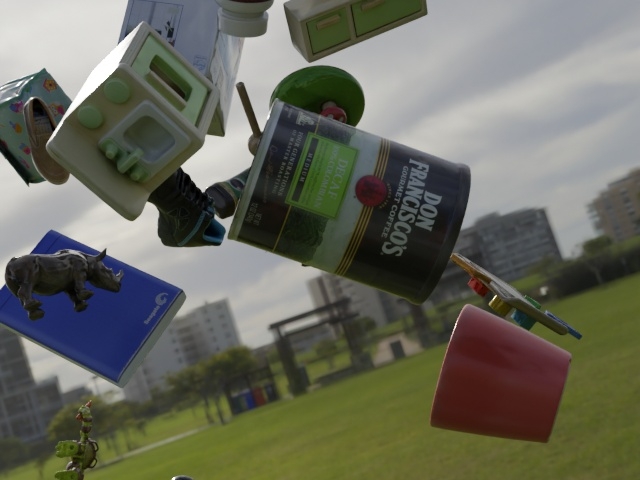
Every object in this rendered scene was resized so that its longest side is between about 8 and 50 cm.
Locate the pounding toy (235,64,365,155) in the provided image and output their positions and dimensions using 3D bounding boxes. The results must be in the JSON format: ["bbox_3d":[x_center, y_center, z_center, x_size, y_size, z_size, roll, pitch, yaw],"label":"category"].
[{"bbox_3d":[-0.026,-0.218,1.804,0.237,0.110,0.183,-10,-42,0],"label":"pounding toy"}]

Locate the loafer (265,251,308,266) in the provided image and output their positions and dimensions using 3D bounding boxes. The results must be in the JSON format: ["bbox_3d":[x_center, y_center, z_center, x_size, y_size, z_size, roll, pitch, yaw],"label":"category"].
[{"bbox_3d":[0.000,0.000,1.761,0.251,0.094,0.087,14,-44,8],"label":"loafer"}]

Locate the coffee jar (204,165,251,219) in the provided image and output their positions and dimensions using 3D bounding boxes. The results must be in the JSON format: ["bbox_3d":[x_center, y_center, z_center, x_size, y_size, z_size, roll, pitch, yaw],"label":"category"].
[{"bbox_3d":[-0.213,-0.125,2.522,0.184,0.096,0.079,-28,-28,-39],"label":"coffee jar"}]

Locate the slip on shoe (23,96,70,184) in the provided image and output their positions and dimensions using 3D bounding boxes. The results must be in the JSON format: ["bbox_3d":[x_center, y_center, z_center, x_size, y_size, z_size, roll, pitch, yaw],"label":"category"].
[{"bbox_3d":[-0.408,-0.150,1.446,0.051,0.135,0.041,-13,-6,-24],"label":"slip on shoe"}]

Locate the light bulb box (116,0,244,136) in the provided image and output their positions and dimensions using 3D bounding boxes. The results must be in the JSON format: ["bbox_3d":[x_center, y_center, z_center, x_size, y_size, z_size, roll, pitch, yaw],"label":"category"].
[{"bbox_3d":[-0.319,-0.489,2.317,0.225,0.361,0.358,9,-15,3],"label":"light bulb box"}]

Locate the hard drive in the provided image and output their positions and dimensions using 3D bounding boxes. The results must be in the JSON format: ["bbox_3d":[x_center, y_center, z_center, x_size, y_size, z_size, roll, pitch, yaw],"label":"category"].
[{"bbox_3d":[-0.440,0.120,1.808,0.210,0.319,0.040,-57,-23,-26],"label":"hard drive"}]

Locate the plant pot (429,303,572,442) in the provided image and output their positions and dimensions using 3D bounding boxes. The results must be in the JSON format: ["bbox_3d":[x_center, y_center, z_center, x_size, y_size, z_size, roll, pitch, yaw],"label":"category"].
[{"bbox_3d":[0.383,0.294,2.029,0.243,0.274,0.275,16,3,15],"label":"plant pot"}]

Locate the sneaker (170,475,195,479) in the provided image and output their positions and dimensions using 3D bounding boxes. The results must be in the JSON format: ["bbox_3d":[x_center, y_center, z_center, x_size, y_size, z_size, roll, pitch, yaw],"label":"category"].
[{"bbox_3d":[-0.324,0.571,1.985,0.106,0.281,0.162,17,16,-16],"label":"sneaker"}]

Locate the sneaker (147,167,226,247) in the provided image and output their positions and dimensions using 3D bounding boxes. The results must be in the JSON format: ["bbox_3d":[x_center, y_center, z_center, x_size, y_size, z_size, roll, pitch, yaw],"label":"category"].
[{"bbox_3d":[-0.291,-0.099,2.044,0.140,0.125,0.341,8,-28,14],"label":"sneaker"}]

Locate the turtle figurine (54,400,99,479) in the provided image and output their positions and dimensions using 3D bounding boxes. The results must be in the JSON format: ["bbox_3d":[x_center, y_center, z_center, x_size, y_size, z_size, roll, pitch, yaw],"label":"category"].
[{"bbox_3d":[-0.600,0.545,2.409,0.087,0.269,0.217,14,0,0],"label":"turtle figurine"}]

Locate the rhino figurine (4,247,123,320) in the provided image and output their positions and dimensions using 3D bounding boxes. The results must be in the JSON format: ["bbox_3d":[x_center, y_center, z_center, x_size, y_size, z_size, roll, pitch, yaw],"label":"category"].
[{"bbox_3d":[-0.419,0.062,1.619,0.073,0.106,0.243,-43,-20,31],"label":"rhino figurine"}]

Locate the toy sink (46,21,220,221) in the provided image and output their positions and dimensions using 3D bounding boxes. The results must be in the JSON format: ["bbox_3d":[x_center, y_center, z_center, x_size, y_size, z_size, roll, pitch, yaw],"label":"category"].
[{"bbox_3d":[-0.241,-0.166,1.301,0.131,0.153,0.234,-37,23,26],"label":"toy sink"}]

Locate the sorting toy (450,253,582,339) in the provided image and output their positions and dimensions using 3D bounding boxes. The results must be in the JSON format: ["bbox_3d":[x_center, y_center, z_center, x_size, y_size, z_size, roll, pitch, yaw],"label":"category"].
[{"bbox_3d":[0.342,0.109,1.800,0.348,0.196,0.047,29,-82,-36],"label":"sorting toy"}]

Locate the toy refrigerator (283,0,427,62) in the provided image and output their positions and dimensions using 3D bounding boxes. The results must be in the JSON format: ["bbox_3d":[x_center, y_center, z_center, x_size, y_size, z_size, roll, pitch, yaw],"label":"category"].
[{"bbox_3d":[0.073,-0.456,1.916,0.270,0.094,0.102,-24,-46,-11],"label":"toy refrigerator"}]

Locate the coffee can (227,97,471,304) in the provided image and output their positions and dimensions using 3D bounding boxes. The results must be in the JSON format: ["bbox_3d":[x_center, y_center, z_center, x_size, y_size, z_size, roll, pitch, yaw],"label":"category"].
[{"bbox_3d":[0.036,-0.051,1.302,0.275,0.201,0.201,19,-11,-4],"label":"coffee can"}]

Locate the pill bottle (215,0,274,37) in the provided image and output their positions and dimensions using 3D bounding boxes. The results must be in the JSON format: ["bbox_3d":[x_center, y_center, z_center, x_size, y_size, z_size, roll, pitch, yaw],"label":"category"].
[{"bbox_3d":[-0.145,-0.514,1.873,0.121,0.121,0.221,-15,-51,-32],"label":"pill bottle"}]

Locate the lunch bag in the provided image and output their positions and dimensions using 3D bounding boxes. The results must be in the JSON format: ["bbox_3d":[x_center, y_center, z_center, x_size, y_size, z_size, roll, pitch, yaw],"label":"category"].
[{"bbox_3d":[-0.668,-0.247,2.210,0.262,0.223,0.160,-10,37,39],"label":"lunch bag"}]
